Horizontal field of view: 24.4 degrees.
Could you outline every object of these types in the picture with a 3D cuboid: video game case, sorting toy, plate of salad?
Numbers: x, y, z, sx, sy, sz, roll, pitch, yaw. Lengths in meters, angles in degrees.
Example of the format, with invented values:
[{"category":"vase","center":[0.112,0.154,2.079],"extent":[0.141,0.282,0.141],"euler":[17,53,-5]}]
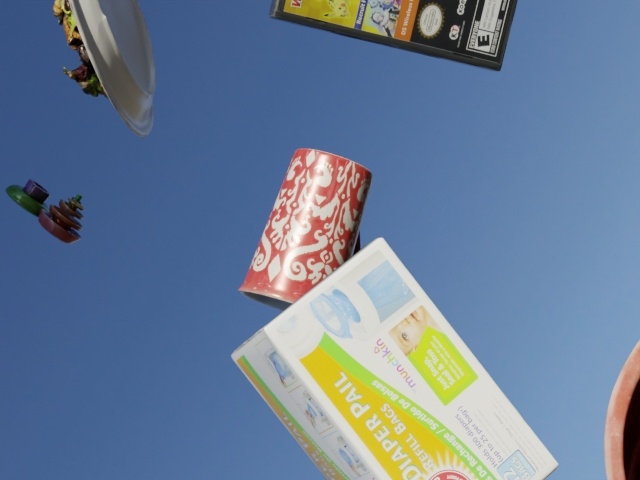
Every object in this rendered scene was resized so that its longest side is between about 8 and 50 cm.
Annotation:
[{"category":"video game case","center":[0.097,-0.334,1.515],"extent":[0.035,0.248,0.275],"euler":[-145,67,-76]},{"category":"sorting toy","center":[-0.263,-0.036,1.470],"extent":[0.042,0.102,0.061],"euler":[-53,-32,2]},{"category":"plate of salad","center":[-0.169,-0.170,1.101],"extent":[0.200,0.048,0.200],"euler":[-16,-90,-84]}]

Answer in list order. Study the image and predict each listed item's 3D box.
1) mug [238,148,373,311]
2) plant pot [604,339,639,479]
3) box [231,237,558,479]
[{"category":"mug","center":[-0.009,-0.003,1.633],"extent":[0.150,0.113,0.169],"euler":[63,-137,-79]},{"category":"plant pot","center":[0.290,0.197,0.874],"extent":[0.272,0.272,0.265],"euler":[-50,-25,-29]},{"category":"box","center":[0.050,0.119,1.038],"extent":[0.114,0.203,0.103],"euler":[-38,-2,-22]}]
